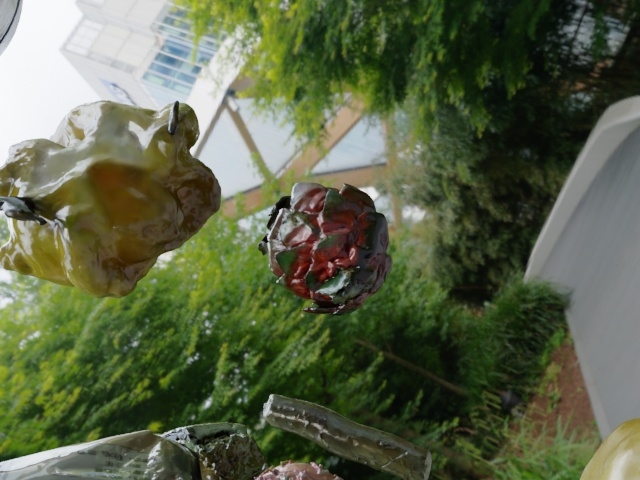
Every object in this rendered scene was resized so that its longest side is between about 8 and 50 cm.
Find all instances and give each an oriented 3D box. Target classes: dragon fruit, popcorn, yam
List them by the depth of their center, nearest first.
[{"bbox_3d":[0.007,0.005,0.808,0.182,0.188,0.182,-43,-11,-11],"label":"dragon fruit"},{"bbox_3d":[-0.301,-0.053,0.862,0.281,0.315,0.298,97,163,-61],"label":"popcorn"},{"bbox_3d":[0.041,0.338,1.028,0.071,0.317,0.067,38,-112,-61],"label":"yam"}]

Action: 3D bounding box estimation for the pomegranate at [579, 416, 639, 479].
[{"bbox_3d":[0.457,0.363,0.682,0.333,0.332,0.333,-57,-19,-32],"label":"pomegranate"}]

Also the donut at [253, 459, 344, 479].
[{"bbox_3d":[-0.030,0.318,0.725,0.117,0.166,0.065,65,-151,-9],"label":"donut"}]

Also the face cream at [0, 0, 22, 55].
[{"bbox_3d":[-0.404,-0.265,0.530,0.225,0.248,0.249,18,84,63],"label":"face cream"}]

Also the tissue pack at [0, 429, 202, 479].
[{"bbox_3d":[-0.288,0.346,0.600,0.390,0.375,0.195,-144,45,-70],"label":"tissue pack"}]

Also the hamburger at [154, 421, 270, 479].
[{"bbox_3d":[-0.188,0.377,0.930,0.192,0.287,0.168,19,-124,-55],"label":"hamburger"}]
